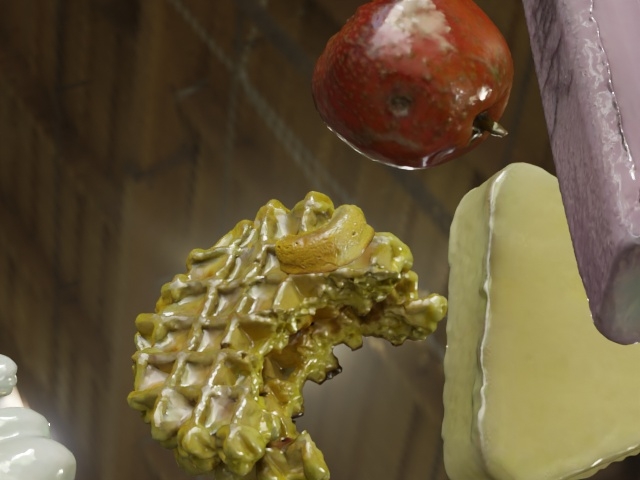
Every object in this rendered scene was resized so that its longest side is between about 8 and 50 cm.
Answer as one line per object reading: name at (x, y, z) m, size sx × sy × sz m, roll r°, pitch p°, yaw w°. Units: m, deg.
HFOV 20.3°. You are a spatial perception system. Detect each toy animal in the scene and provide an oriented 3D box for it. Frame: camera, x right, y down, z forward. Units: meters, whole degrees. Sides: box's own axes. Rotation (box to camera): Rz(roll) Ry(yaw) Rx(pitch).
toy animal at (-0.410, 0.316, 2.112) m, size 0.367 × 0.241 × 0.196 m, roll 49°, pitch -46°, yaw 24°

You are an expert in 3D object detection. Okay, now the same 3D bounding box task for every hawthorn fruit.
hawthorn fruit at (0.139, -0.223, 2.465) m, size 0.300 × 0.275 × 0.275 m, roll 37°, pitch -38°, yaw 20°

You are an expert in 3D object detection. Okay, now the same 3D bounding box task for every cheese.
cheese at (0.308, 0.129, 2.002) m, size 0.104 × 0.384 × 0.384 m, roll -37°, pitch -107°, yaw 56°

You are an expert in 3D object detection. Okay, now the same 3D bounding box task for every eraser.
eraser at (0.303, -0.090, 1.278) m, size 0.122 × 0.272 × 0.359 m, roll 101°, pitch -12°, yaw -47°

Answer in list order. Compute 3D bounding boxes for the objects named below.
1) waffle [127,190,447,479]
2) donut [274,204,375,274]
waffle at (-0.047, 0.109, 1.835) m, size 0.261 × 0.324 × 0.151 m, roll 19°, pitch -30°, yaw 40°
donut at (0.000, 0.000, 1.641) m, size 0.083 × 0.067 × 0.038 m, roll -5°, pitch -55°, yaw 30°
